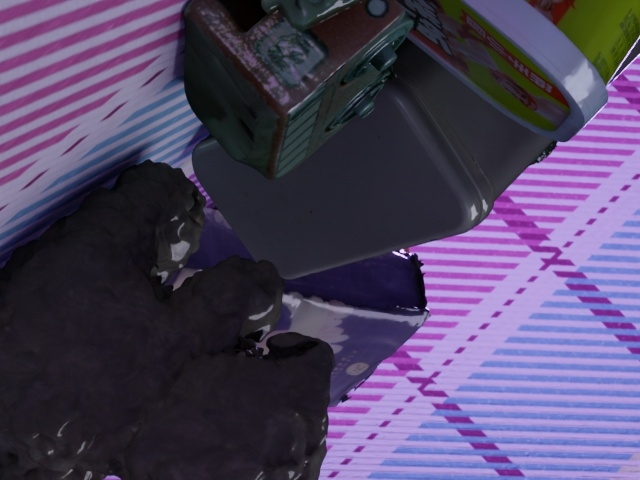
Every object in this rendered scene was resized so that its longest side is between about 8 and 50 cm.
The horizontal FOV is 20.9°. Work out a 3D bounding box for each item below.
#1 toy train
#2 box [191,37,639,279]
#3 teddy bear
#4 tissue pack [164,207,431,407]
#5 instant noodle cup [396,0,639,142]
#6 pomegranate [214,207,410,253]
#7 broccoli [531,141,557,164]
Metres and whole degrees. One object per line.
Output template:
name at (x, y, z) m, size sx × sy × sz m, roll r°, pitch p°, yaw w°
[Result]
toy train at (-0.024, -0.143, 1.384) m, size 0.159 × 0.129 × 0.326 m, roll -39°, pitch 176°, yaw -9°
box at (0.105, -0.139, 1.742) m, size 0.344 × 0.177 × 0.352 m, roll -41°, pitch -166°, yaw -34°
teddy bear at (-0.152, 0.146, 1.492) m, size 0.357 × 0.367 × 0.224 m, roll -48°, pitch 164°, yaw -2°
tissue pack at (-0.079, 0.081, 2.031) m, size 0.344 × 0.125 × 0.242 m, roll 11°, pitch 143°, yaw -28°
instant noodle cup at (0.202, -0.283, 1.404) m, size 0.308 × 0.294 × 0.294 m, roll -51°, pitch 177°, yaw -3°
pomegranate at (-0.023, 0.048, 2.344) m, size 0.322 × 0.322 × 0.322 m, roll -44°, pitch 177°, yaw -3°
broccoli at (0.200, -0.239, 2.219) m, size 0.297 × 0.297 × 0.297 m, roll -5°, pitch -172°, yaw 15°
